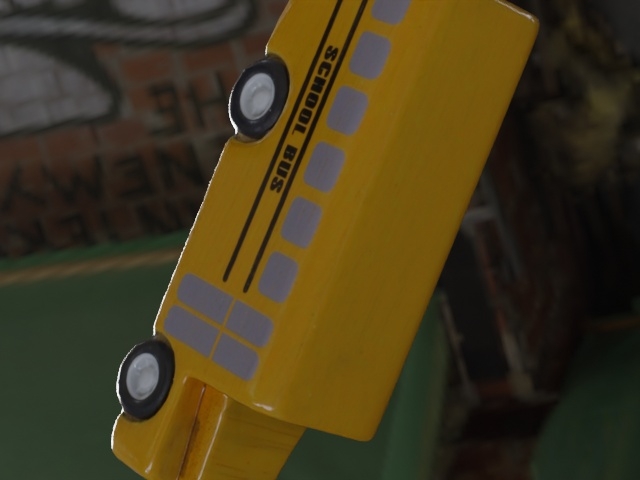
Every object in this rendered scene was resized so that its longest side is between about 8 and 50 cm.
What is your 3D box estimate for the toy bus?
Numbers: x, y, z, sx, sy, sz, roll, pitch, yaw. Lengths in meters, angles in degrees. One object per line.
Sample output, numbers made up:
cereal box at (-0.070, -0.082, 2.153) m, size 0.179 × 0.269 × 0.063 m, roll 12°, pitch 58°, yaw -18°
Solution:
toy bus at (0.000, 0.000, 1.167) m, size 0.108 × 0.333 × 0.130 m, roll 20°, pitch -177°, yaw -43°
